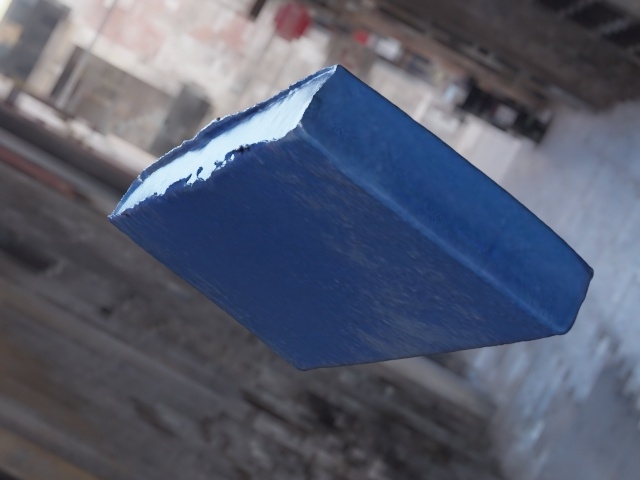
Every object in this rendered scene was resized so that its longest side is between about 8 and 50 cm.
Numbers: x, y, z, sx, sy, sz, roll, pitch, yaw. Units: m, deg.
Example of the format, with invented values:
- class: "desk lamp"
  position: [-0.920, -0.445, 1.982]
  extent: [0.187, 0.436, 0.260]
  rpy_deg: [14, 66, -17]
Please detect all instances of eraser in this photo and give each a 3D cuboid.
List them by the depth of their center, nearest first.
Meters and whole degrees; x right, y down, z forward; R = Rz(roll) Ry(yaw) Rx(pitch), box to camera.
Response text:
- class: "eraser"
  position: [0.000, 0.000, 0.896]
  extent: [0.042, 0.144, 0.312]
  rpy_deg: [-56, 13, -17]
